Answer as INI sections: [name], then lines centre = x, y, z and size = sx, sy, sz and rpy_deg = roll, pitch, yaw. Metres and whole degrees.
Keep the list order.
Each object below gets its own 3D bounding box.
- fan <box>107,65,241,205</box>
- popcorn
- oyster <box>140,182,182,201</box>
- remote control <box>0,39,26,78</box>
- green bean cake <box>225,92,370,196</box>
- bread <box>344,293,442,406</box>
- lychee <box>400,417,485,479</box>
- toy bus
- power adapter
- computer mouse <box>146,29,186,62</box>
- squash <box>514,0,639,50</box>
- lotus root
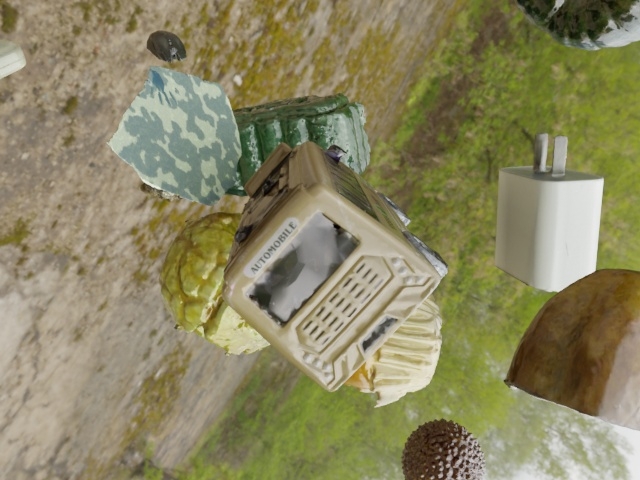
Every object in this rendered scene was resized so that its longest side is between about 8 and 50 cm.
[fan]
centre = -0.119, -0.097, 0.555
size = 0.009, 0.131, 0.240
rpy_deg = -25, -164, 21
[popcorn]
centre = -0.176, 0.079, 1.173
size = 0.247, 0.282, 0.282
rpy_deg = -64, 173, 12
[oyster]
centre = -0.262, -0.111, 1.035
size = 0.051, 0.103, 0.148
rpy_deg = -15, 163, -42
[remote control]
centre = -0.448, -0.200, 0.747
size = 0.221, 0.078, 0.042
rpy_deg = -63, 154, -54
[green bean cake]
centre = -0.047, -0.207, 1.256
size = 0.308, 0.300, 0.169
rpy_deg = -50, 134, -64
[bread]
centre = 0.091, 0.126, 1.099
size = 0.388, 0.183, 0.236
rpy_deg = -137, -121, -81
[lychee]
centre = 0.264, 0.473, 1.309
size = 0.188, 0.188, 0.188
rpy_deg = -60, 173, -12
[toy bus]
centre = 0.000, 0.000, 0.572
size = 0.139, 0.157, 0.289
rpy_deg = -47, -167, 12
[power adapter]
centre = 0.395, -0.059, 1.079
size = 0.187, 0.124, 0.255
rpy_deg = -132, -142, -71
[computer mouse]
centre = -0.369, -0.469, 1.471
size = 0.079, 0.135, 0.047
rpy_deg = -17, 142, -27
[squash]
centre = 0.321, -0.321, 0.694
size = 0.172, 0.218, 0.218
rpy_deg = -53, 171, -17
[lotus root]
centre = 0.337, 0.123, 0.722
size = 0.199, 0.188, 0.180
rpy_deg = 4, -103, 68
